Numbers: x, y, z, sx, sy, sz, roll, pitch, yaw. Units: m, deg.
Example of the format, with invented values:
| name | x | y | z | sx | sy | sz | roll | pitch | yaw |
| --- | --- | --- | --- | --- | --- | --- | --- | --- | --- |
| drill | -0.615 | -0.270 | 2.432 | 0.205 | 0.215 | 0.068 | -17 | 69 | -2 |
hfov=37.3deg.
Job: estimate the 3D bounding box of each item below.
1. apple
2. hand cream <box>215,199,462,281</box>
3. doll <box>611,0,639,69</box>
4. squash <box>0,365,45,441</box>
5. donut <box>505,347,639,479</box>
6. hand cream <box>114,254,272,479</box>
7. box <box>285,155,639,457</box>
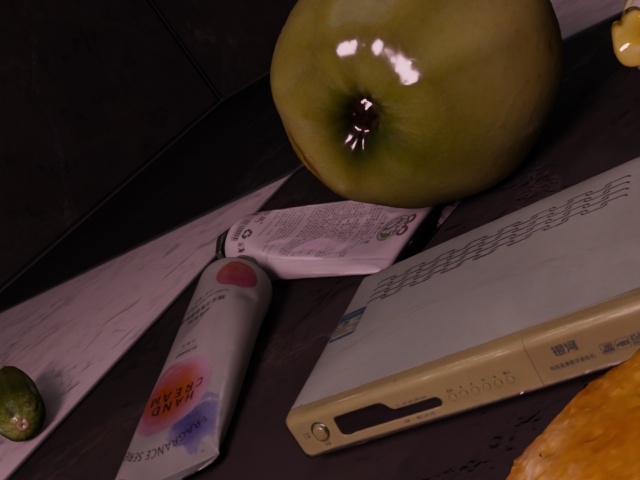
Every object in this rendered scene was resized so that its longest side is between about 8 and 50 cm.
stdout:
| name | x | y | z | sx | sy | sz | roll | pitch | yaw |
| --- | --- | --- | --- | --- | --- | --- | --- | --- | --- |
| apple | 0.093 | -0.161 | 0.899 | 0.279 | 0.279 | 0.279 | -33 | 15 | 10 |
| hand cream | 0.000 | 0.000 | 1.021 | 0.336 | 0.076 | 0.121 | -6 | 38 | 50 |
| doll | 0.343 | -0.219 | 0.809 | 0.141 | 0.117 | 0.296 | -16 | 24 | 44 |
| squash | -0.395 | 0.206 | 1.221 | 0.069 | 0.069 | 0.239 | -40 | 16 | -16 |
| donut | 0.171 | 0.102 | 0.235 | 0.302 | 0.110 | 0.303 | -34 | 13 | 9 |
| hand cream | -0.110 | 0.113 | 0.900 | 0.124 | 0.078 | 0.341 | -28 | 21 | 24 |
| box | 0.116 | 0.043 | 0.647 | 0.270 | 0.045 | 0.211 | -26 | 18 | 33 |
